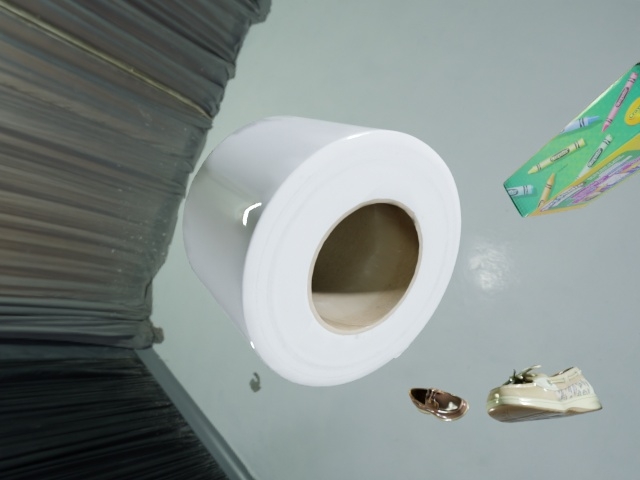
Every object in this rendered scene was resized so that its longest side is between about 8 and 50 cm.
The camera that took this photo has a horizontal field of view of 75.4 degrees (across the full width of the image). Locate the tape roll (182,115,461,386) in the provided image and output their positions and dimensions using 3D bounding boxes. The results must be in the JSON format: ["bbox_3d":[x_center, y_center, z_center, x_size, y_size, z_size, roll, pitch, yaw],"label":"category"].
[{"bbox_3d":[0.000,0.000,0.434,0.169,0.246,0.246,29,98,53],"label":"tape roll"}]

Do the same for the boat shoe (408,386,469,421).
[{"bbox_3d":[0.289,0.404,1.037,0.064,0.060,0.178,-52,14,-28],"label":"boat shoe"}]

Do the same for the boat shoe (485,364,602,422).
[{"bbox_3d":[0.396,0.275,0.753,0.104,0.285,0.089,-39,48,43],"label":"boat shoe"}]

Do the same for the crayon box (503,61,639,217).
[{"bbox_3d":[0.458,-0.147,0.666,0.278,0.165,0.081,122,134,-56],"label":"crayon box"}]
